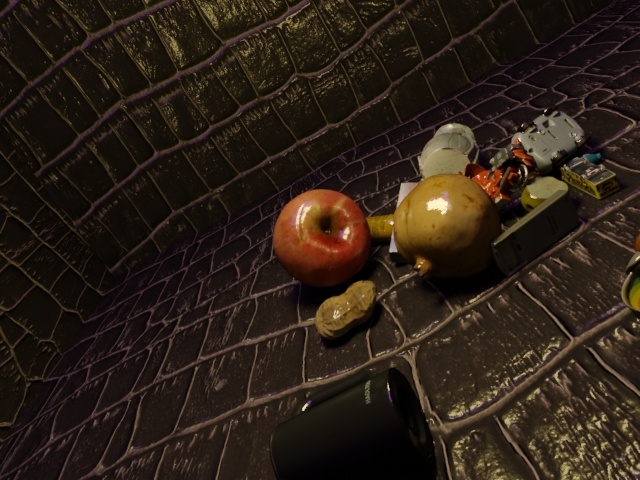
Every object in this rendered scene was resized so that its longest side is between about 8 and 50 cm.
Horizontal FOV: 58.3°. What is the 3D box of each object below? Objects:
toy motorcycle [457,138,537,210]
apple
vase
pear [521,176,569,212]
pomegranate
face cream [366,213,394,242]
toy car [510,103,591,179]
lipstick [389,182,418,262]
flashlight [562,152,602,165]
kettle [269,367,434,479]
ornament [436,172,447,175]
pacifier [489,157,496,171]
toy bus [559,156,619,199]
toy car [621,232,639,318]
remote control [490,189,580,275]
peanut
[{"bbox_3d":[0.572,-0.202,1.904,0.325,0.148,0.221,129,143,-51],"label":"toy motorcycle"},{"bbox_3d":[0.000,0.000,2.103,0.364,0.363,0.364,-27,20,11],"label":"apple"},{"bbox_3d":[0.527,-0.342,2.326,0.250,0.249,0.445,-22,16,24],"label":"vase"},{"bbox_3d":[0.691,-0.126,1.772,0.141,0.104,0.141,-8,43,8],"label":"pear"},{"bbox_3d":[0.366,-0.019,1.704,0.343,0.342,0.342,-27,20,11],"label":"pomegranate"},{"bbox_3d":[0.223,-0.044,2.242,0.349,0.105,0.105,-5,32,51],"label":"face cream"},{"bbox_3d":[0.770,-0.317,1.991,0.271,0.180,0.212,-33,-18,-23],"label":"toy car"},{"bbox_3d":[0.303,-0.069,2.059,0.068,0.066,0.317,1,54,20],"label":"lipstick"},{"bbox_3d":[0.869,-0.254,1.913,0.129,0.051,0.051,-19,22,13],"label":"flashlight"},{"bbox_3d":[0.055,0.401,1.246,0.308,0.203,0.262,-28,53,16],"label":"kettle"},{"bbox_3d":[0.441,-0.157,2.082,0.178,0.177,0.177,-27,20,11],"label":"ornament"},{"bbox_3d":[0.652,-0.250,2.113,0.127,0.116,0.150,-3,19,2],"label":"pacifier"},{"bbox_3d":[0.835,-0.201,1.788,0.081,0.074,0.226,-30,20,5],"label":"toy bus"},{"bbox_3d":[0.738,0.072,1.219,0.235,0.145,0.235,-43,18,17],"label":"toy car"},{"bbox_3d":[0.604,-0.021,1.622,0.285,0.123,0.038,-36,21,-9],"label":"remote control"},{"bbox_3d":[0.083,0.215,1.816,0.233,0.110,0.196,-30,15,2],"label":"peanut"}]
